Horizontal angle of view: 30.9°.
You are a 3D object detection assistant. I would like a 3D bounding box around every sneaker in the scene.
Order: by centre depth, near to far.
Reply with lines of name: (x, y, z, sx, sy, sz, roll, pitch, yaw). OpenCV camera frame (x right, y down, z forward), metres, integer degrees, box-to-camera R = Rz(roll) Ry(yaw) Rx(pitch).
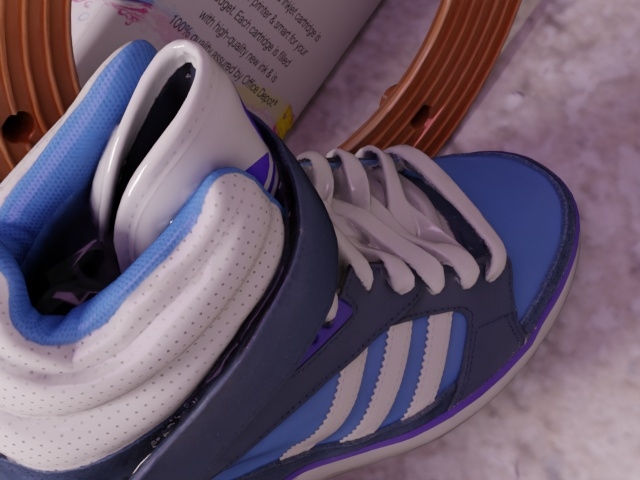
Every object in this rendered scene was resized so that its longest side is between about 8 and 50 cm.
sneaker: (-0.001, 0.000, 0.476, 0.323, 0.236, 0.130, -29, 60, -20)

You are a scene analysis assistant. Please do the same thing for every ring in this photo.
ring: (-0.020, -0.121, 0.518, 0.032, 0.337, 0.336, 36, 92, 38)

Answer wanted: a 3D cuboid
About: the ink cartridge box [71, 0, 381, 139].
ink cartridge box: (-0.092, -0.113, 0.600, 0.117, 0.201, 0.278, 36, 92, 24)
